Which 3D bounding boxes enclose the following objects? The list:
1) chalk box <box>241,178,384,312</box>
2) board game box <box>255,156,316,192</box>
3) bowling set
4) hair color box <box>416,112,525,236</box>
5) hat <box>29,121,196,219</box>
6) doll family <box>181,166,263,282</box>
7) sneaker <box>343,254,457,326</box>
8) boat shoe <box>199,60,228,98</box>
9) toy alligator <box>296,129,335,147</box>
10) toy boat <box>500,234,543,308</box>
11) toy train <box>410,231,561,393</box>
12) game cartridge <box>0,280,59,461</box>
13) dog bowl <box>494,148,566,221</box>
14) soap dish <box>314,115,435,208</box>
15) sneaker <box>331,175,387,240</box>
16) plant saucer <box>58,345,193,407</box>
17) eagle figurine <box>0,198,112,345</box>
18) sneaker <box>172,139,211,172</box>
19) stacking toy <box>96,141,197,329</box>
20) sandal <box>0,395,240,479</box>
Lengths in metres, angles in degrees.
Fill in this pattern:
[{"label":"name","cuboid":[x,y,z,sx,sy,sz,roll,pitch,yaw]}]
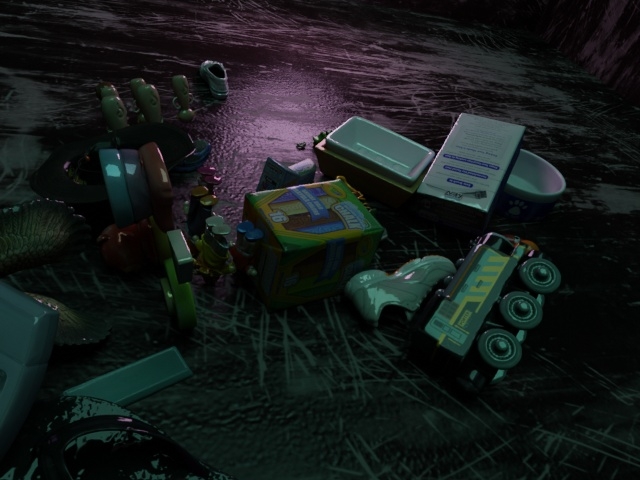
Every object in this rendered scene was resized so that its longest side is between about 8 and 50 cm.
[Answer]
[{"label":"chalk box","cuboid":[0.000,0.000,1.028,0.289,0.180,0.179,-12,47,-28]},{"label":"board game box","cuboid":[-0.078,-0.106,1.113,0.060,0.194,0.194,37,44,23]},{"label":"bowling set","cuboid":[-0.489,-0.339,1.313,0.200,0.154,0.287,18,37,32]},{"label":"hair color box","cuboid":[0.407,-0.187,1.340,0.185,0.110,0.338,20,57,23]},{"label":"hat","cuboid":[-0.422,-0.126,1.064,0.332,0.133,0.331,-4,37,3]},{"label":"doll family","cuboid":[-0.226,-0.012,0.979,0.118,0.163,0.263,-17,55,-33]},{"label":"sneaker","cuboid":[0.184,0.115,1.037,0.263,0.099,0.121,-12,55,-20]},{"label":"boat shoe","cuboid":[-0.341,-0.550,1.632,0.083,0.075,0.226,-8,45,-27]},{"label":"toy alligator","cuboid":[0.019,-0.308,1.493,0.190,0.051,0.056,-8,45,-27]},{"label":"toy boat","cuboid":[0.445,0.061,1.131,0.151,0.151,0.231,20,40,3]},{"label":"toy train","cuboid":[0.323,0.127,0.970,0.190,0.142,0.334,31,66,19]},{"label":"game cartridge","cuboid":[-0.458,0.188,0.606,0.196,0.060,0.294,25,84,4]},{"label":"dog bowl","cuboid":[0.585,-0.176,1.494,0.265,0.104,0.264,9,40,-8]},{"label":"soap dish","cuboid":[0.155,-0.220,1.386,0.291,0.118,0.229,27,40,13]},{"label":"sneaker","cuboid":[0.085,-0.076,1.222,0.084,0.083,0.215,-22,54,-39]},{"label":"plant saucer","cuboid":[-0.303,0.225,0.787,0.192,0.018,0.067,-18,51,-36]},{"label":"eagle figurine","cuboid":[-0.505,0.066,0.776,0.299,0.226,0.225,-10,26,-21]},{"label":"sneaker","cuboid":[-0.369,-0.218,1.227,0.221,0.087,0.083,-23,54,-37]},{"label":"stacking toy","cuboid":[-0.311,0.010,0.844,0.131,0.308,0.279,-14,58,-21]},{"label":"sandal","cuboid":[-0.230,0.308,0.641,0.446,0.107,0.167,21,42,5]}]
